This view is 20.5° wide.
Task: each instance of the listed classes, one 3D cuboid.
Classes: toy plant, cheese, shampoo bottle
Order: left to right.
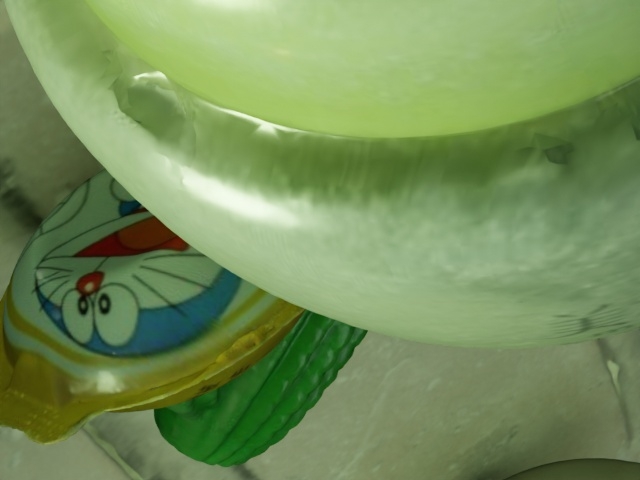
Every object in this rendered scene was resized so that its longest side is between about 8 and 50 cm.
[{"bbox_3d":[-0.043,-0.011,0.770,0.270,0.177,0.069,-46,127,-27],"label":"cheese"},{"bbox_3d":[-0.001,0.008,0.896,0.240,0.088,0.154,-51,160,-8],"label":"toy plant"},{"bbox_3d":[0.055,-0.124,0.593,0.322,0.322,0.317,-42,156,-2],"label":"shampoo bottle"}]

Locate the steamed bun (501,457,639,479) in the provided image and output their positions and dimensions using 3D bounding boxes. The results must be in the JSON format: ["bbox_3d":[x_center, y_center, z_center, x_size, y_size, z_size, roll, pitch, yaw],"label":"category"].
[{"bbox_3d":[0.170,0.329,1.220,0.334,0.334,0.374,-7,128,-42],"label":"steamed bun"}]
